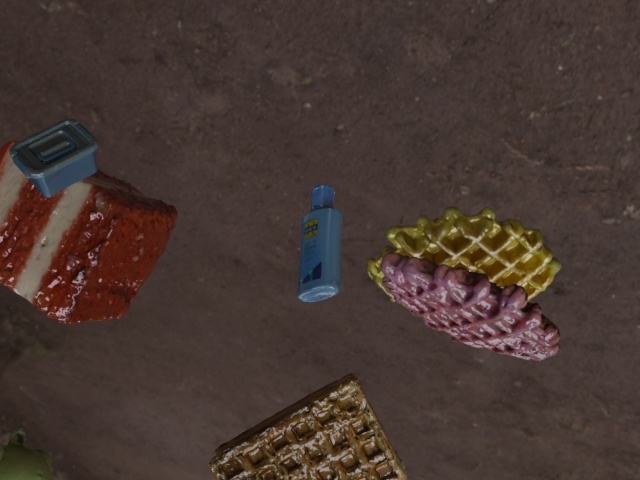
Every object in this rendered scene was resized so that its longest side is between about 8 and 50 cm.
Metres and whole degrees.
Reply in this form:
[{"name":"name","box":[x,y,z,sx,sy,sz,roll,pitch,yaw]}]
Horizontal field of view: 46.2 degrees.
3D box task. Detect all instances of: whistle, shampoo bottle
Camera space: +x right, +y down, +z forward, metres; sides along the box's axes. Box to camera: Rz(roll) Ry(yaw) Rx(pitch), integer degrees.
[{"name":"whistle","box":[-0.405,0.379,0.932,0.106,0.288,0.131,-3,157,19]},{"name":"shampoo bottle","box":[0.000,0.000,1.609,0.104,0.258,0.061,-22,143,38]}]

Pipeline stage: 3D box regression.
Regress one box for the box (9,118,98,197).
[{"name":"box","box":[-0.340,-0.104,0.972,0.074,0.099,0.054,39,149,30]}]

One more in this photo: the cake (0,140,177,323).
[{"name":"cake","box":[-0.503,-0.021,1.518,0.319,0.269,0.270,31,-175,16]}]

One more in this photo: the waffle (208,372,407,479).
[{"name":"waffle","box":[-0.022,0.405,1.355,0.213,0.308,0.091,62,177,4]}]

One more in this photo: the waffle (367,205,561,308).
[{"name":"waffle","box":[0.228,0.063,1.192,0.309,0.065,0.283,-1,133,1]}]

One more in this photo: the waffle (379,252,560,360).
[{"name":"waffle","box":[0.190,0.090,0.958,0.234,0.055,0.221,15,159,33]}]
